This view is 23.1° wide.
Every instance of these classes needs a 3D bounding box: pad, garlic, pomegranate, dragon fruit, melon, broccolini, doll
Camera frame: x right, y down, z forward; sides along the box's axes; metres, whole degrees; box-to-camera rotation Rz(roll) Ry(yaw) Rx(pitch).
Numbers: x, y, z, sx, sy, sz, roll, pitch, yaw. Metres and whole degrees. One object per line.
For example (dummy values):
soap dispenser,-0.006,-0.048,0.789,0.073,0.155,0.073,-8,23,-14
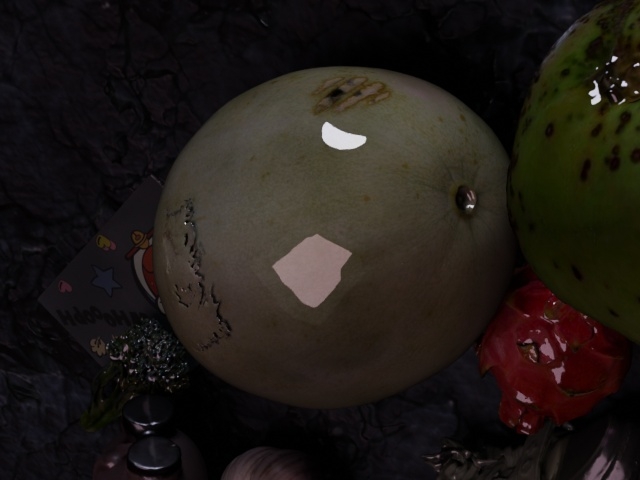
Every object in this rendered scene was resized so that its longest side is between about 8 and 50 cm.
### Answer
pad,-0.169,0.059,1.553,0.170,0.006,0.245,46,130,-2
garlic,-0.035,0.267,1.533,0.147,0.102,0.159,43,143,20
pomegranate,0.300,-0.027,1.078,0.285,0.285,0.340,-24,133,39
dragon fruit,0.194,0.083,1.271,0.136,0.133,0.166,45,133,41
melon,0.000,0.000,1.238,0.330,0.268,0.268,-13,111,50
broccolini,-0.197,0.157,1.582,0.091,0.068,0.203,28,132,-11
doll,-0.165,0.272,1.573,0.117,0.182,0.257,-7,131,-3

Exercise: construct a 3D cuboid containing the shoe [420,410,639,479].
shoe,0.162,0.216,1.373,0.149,0.109,0.293,34,135,2
